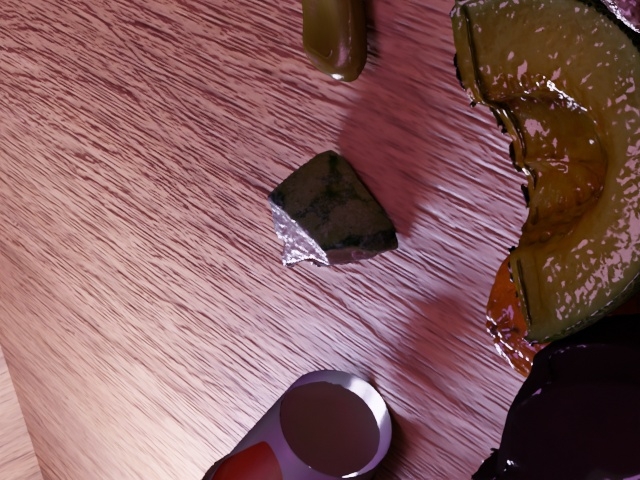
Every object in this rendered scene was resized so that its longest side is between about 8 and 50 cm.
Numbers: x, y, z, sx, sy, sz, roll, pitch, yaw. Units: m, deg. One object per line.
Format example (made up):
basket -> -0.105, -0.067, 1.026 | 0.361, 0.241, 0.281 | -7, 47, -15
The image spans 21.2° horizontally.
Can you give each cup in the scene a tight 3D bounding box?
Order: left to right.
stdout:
cup -> -0.025, 0.275, 2.013 | 0.203, 0.203, 0.288 | 57, 148, 18

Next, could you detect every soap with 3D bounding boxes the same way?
soap -> 0.010, -0.217, 1.613 | 0.089, 0.045, 0.140 | 43, 150, 46

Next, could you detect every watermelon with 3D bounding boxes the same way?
watermelon -> -0.007, -0.022, 1.784 | 0.121, 0.098, 0.158 | 66, 160, -2

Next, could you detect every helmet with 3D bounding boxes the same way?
helmet -> 0.247, 0.139, 1.244 | 0.305, 0.225, 0.177 | 25, 125, 42

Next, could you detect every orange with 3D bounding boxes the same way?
orange -> 0.198, 0.058, 1.402 | 0.135, 0.117, 0.135 | 46, 156, 28

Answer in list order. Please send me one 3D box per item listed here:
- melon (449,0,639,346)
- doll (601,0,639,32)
melon -> 0.215, -0.070, 1.248 | 0.169, 0.129, 0.265 | -18, 82, 47
doll -> 0.215, -0.189, 1.128 | 0.115, 0.105, 0.221 | -54, 50, 14
